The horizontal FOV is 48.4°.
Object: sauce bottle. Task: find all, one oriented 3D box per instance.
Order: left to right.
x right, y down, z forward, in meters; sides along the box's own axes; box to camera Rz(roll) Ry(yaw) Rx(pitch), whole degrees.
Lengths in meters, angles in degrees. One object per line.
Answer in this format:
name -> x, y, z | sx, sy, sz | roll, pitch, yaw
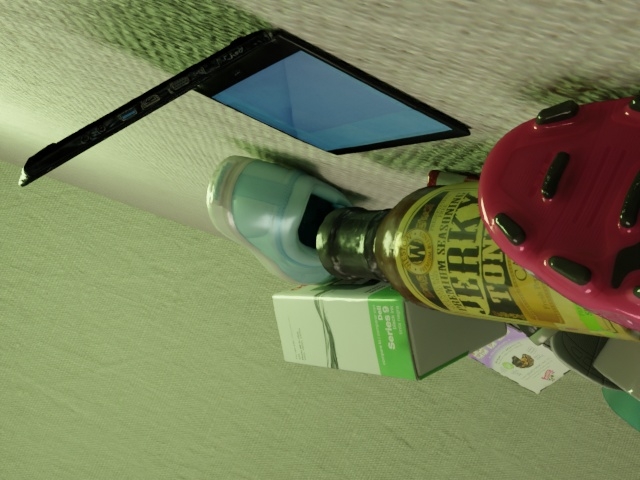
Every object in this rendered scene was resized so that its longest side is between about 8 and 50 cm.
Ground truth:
sauce bottle -> 0.126, 0.009, 0.553 | 0.111, 0.111, 0.345 | 23, 166, -35

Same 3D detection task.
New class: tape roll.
tape roll -> 0.531, 0.211, 0.983 | 0.286, 0.100, 0.286 | 30, -174, -4

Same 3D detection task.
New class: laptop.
laptop -> -0.074, -0.064, 0.545 | 0.136, 0.264, 0.234 | 59, 161, -14

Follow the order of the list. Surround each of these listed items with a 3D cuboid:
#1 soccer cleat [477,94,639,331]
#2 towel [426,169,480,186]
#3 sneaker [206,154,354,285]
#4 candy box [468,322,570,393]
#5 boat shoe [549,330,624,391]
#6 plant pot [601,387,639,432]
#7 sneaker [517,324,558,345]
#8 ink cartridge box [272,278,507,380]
soccer cleat -> 0.234, 0.012, 0.325 | 0.331, 0.115, 0.143 | 14, 171, 42
towel -> 0.280, 0.015, 0.634 | 0.329, 0.037, 0.237 | 16, 173, 33
sneaker -> 0.000, 0.000, 0.955 | 0.150, 0.135, 0.366 | 18, 177, 28
candy box -> 0.373, 0.191, 1.351 | 0.196, 0.070, 0.164 | 30, 146, 3
boat shoe -> 0.534, 0.207, 1.252 | 0.321, 0.118, 0.103 | 14, 172, -14
plant pot -> 0.733, 0.328, 1.551 | 0.166, 0.165, 0.234 | 20, -178, -7
sneaker -> 0.271, 0.051, 0.913 | 0.118, 0.083, 0.222 | 49, -163, 11
ink cartridge box -> 0.097, 0.111, 1.083 | 0.211, 0.121, 0.289 | -17, -171, -40
